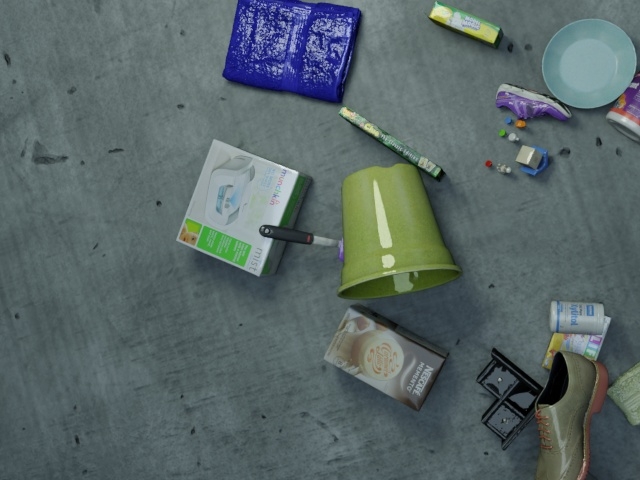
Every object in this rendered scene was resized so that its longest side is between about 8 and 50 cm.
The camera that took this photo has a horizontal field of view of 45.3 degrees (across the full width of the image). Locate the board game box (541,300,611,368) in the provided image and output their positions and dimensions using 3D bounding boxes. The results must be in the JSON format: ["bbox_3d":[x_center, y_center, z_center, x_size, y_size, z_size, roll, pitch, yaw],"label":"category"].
[{"bbox_3d":[0.564,0.223,1.693,0.103,0.026,0.154,19,95,13],"label":"board game box"}]

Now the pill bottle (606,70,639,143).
[{"bbox_3d":[0.703,-0.308,1.614,0.108,0.108,0.193,37,98,11],"label":"pill bottle"}]

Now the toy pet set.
[{"bbox_3d":[0.450,-0.198,1.715,0.114,0.065,0.122,29,95,47],"label":"toy pet set"}]

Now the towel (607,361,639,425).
[{"bbox_3d":[0.704,0.321,1.659,0.148,0.027,0.110,-39,81,11],"label":"towel"}]

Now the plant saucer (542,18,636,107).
[{"bbox_3d":[0.585,-0.383,1.679,0.195,0.037,0.195,0,90,15],"label":"plant saucer"}]

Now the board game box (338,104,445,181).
[{"bbox_3d":[0.165,-0.217,1.735,0.260,0.136,0.030,35,95,11],"label":"board game box"}]

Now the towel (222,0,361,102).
[{"bbox_3d":[-0.073,-0.465,1.823,0.308,0.076,0.227,13,93,14],"label":"towel"}]

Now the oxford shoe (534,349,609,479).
[{"bbox_3d":[0.483,0.396,1.591,0.130,0.123,0.348,26,71,-20],"label":"oxford shoe"}]

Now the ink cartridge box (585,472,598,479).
[{"bbox_3d":[0.500,0.653,1.611,0.129,0.223,0.307,41,99,11],"label":"ink cartridge box"}]

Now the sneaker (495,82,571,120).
[{"bbox_3d":[0.472,-0.295,1.705,0.170,0.068,0.071,23,111,21],"label":"sneaker"}]

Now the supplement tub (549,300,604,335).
[{"bbox_3d":[0.548,0.166,1.646,0.107,0.071,0.071,1,91,14],"label":"supplement tub"}]

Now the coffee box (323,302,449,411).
[{"bbox_3d":[0.152,0.263,1.759,0.246,0.098,0.141,27,97,12],"label":"coffee box"}]

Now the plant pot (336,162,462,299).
[{"bbox_3d":[0.152,-0.023,1.693,0.276,0.276,0.254,-13,76,14],"label":"plant pot"}]

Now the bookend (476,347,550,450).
[{"bbox_3d":[0.399,0.351,1.712,0.157,0.072,0.156,40,100,11],"label":"bookend"}]

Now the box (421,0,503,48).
[{"bbox_3d":[0.316,-0.483,1.710,0.179,0.105,0.043,24,102,13],"label":"box"}]

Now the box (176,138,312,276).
[{"bbox_3d":[-0.178,-0.075,1.829,0.231,0.127,0.262,23,95,15],"label":"box"}]

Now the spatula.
[{"bbox_3d":[0.000,0.000,1.769,0.296,0.030,0.084,11,93,-22],"label":"spatula"}]
